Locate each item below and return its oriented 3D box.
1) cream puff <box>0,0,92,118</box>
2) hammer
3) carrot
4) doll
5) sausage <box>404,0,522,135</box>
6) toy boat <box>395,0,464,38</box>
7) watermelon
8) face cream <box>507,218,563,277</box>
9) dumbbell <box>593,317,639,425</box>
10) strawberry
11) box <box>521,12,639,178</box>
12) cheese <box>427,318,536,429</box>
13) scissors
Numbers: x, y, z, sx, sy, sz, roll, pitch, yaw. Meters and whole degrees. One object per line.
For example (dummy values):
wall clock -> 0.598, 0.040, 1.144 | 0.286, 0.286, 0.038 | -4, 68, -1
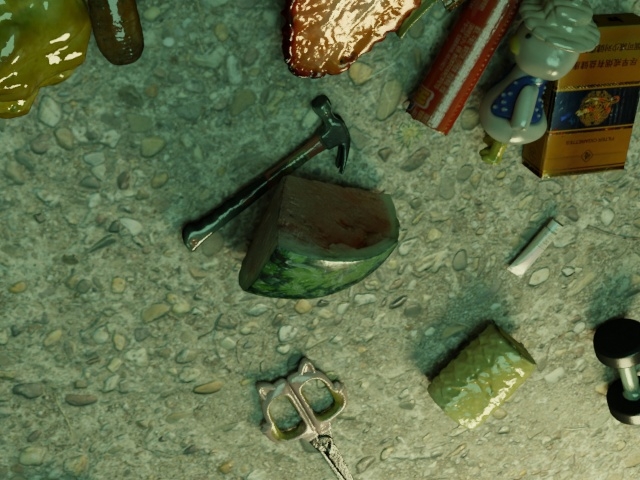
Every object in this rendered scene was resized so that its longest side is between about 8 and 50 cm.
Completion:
cream puff -> -0.377, -0.235, 1.028 | 0.291, 0.324, 0.257 | -33, 152, -34
hammer -> -0.080, -0.082, 1.403 | 0.288, 0.033, 0.111 | -35, 124, 3
carrot -> -0.256, -0.300, 1.192 | 0.060, 0.060, 0.186 | -15, 122, -12
doll -> 0.293, -0.231, 1.373 | 0.119, 0.138, 0.293 | 18, 136, -6
sausage -> 0.213, -0.279, 1.367 | 0.074, 0.074, 0.274 | 19, 112, -28
toy boat -> 0.164, -0.337, 1.319 | 0.172, 0.065, 0.066 | -36, 115, 13
watermelon -> 0.000, 0.000, 1.386 | 0.260, 0.256, 0.176 | 9, 86, -29
face cream -> 0.355, 0.013, 1.628 | 0.038, 0.020, 0.115 | 28, 110, -32
dumbbell -> 0.558, 0.239, 1.791 | 0.100, 0.100, 0.191 | -27, 124, -4
strawberry -> 0.020, -0.322, 1.263 | 0.190, 0.111, 0.236 | 4, 142, -34
box -> 0.398, -0.215, 1.479 | 0.152, 0.070, 0.237 | -7, 123, -17
cheese -> 0.277, 0.233, 1.686 | 0.167, 0.094, 0.123 | -47, 126, 11
scissors -> -0.005, 0.328, 1.682 | 0.160, 0.024, 0.317 | -29, 125, -4
